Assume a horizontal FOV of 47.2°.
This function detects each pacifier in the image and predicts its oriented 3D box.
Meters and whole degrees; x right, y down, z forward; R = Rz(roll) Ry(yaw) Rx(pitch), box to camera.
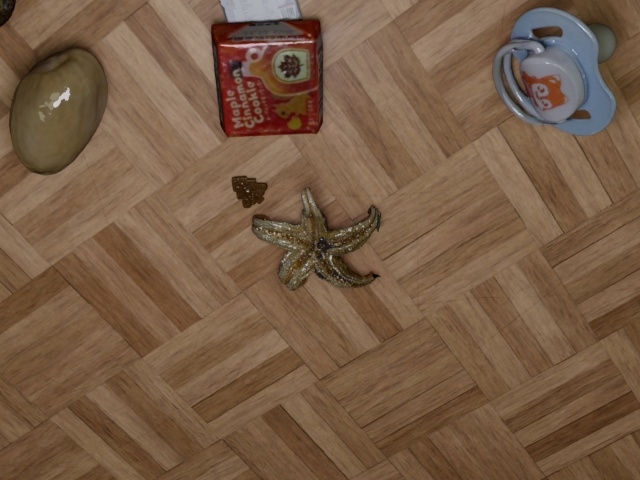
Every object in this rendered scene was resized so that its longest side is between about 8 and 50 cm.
[{"bbox_3d":[0.523,-0.373,1.537,0.233,0.244,0.300,-38,119,-18],"label":"pacifier"}]

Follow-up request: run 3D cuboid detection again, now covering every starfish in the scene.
[{"bbox_3d":[0.001,-0.004,1.724,0.303,0.113,0.312,-16,124,9],"label":"starfish"}]

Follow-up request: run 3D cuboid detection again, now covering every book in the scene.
[{"bbox_3d":[-0.142,-0.536,1.515,0.157,0.026,0.231,-16,115,3],"label":"book"}]

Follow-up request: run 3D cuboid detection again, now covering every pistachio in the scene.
[{"bbox_3d":[-0.559,-0.275,1.553,0.181,0.162,0.293,11,116,-40],"label":"pistachio"}]

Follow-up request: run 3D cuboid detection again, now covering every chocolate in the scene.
[{"bbox_3d":[-0.109,-0.334,1.551,0.234,0.108,0.238,-2,123,-3],"label":"chocolate"}]

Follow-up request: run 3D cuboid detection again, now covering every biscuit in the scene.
[{"bbox_3d":[-0.172,-0.118,1.713,0.092,0.016,0.082,36,114,-15],"label":"biscuit"}]

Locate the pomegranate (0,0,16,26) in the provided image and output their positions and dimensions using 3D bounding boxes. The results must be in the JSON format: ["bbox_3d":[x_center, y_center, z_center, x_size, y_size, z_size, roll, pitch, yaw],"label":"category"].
[{"bbox_3d":[-0.664,-0.524,1.434,0.247,0.214,0.214,-34,117,-27],"label":"pomegranate"}]
